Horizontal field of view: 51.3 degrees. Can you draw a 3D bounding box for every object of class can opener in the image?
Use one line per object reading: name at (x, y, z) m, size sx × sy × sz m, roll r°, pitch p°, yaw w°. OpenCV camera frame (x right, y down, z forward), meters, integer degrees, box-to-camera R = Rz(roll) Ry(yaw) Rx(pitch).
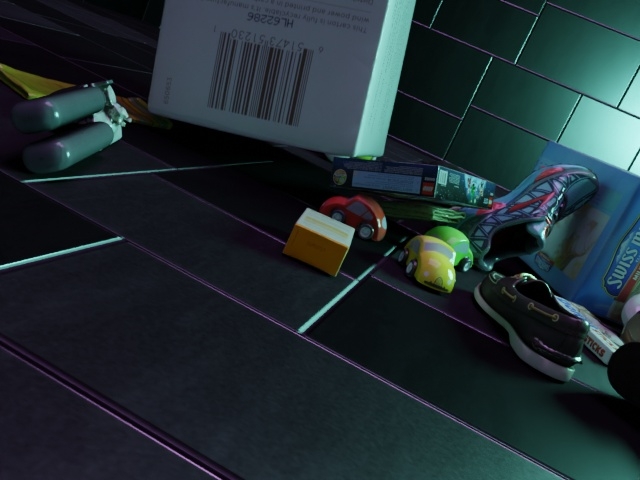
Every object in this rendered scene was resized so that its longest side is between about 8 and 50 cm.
can opener at (-0.266, -0.124, 0.712) m, size 0.093 × 0.074 × 0.280 m, roll -12°, pitch 17°, yaw -3°

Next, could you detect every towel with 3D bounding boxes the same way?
towel at (0.140, -0.046, 1.040) m, size 0.148 × 0.027 × 0.110 m, roll 6°, pitch 0°, yaw 38°
towel at (-0.329, -0.202, 0.951) m, size 0.102 × 0.021 × 0.237 m, roll 32°, pitch 17°, yaw 32°

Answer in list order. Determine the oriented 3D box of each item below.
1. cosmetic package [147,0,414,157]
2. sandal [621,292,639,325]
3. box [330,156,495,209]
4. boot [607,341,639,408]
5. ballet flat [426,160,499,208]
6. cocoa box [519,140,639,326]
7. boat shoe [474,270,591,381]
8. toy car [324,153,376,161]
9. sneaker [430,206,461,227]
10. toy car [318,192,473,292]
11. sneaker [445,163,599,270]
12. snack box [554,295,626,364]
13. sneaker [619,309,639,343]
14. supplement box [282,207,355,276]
cosmetic package at (-0.036, -0.326, 1.104) m, size 0.329 × 0.327 × 0.393 m, roll 13°, pitch 9°, yaw 8°
sandal at (0.651, 0.176, 1.014) m, size 0.416 × 0.102 × 0.169 m, roll 8°, pitch 41°, yaw -7°
box at (0.142, -0.081, 0.978) m, size 0.159 × 0.044 × 0.233 m, roll 9°, pitch 3°, yaw 33°
boot at (0.453, 0.212, 0.668) m, size 0.280 × 0.096 × 0.264 m, roll 22°, pitch 5°, yaw -38°
ballet flat at (0.313, -0.112, 1.530) m, size 0.096 × 0.095 × 0.280 m, roll -4°, pitch 29°, yaw -39°
cocoa box at (0.516, -0.010, 1.197) m, size 0.228 × 0.231 × 0.347 m, roll 22°, pitch 15°, yaw -12°
boat shoe at (0.243, 0.079, 0.769) m, size 0.081 × 0.069 × 0.228 m, roll 22°, pitch 15°, yaw -11°
toy car at (0.052, -0.249, 1.499) m, size 0.182 × 0.136 × 0.159 m, roll 33°, pitch 17°, yaw 32°
sneaker at (0.265, -0.034, 1.217) m, size 0.077 × 0.072 × 0.178 m, roll 22°, pitch 4°, yaw 40°
toy car at (0.142, -0.001, 0.924) m, size 0.225 × 0.053 × 0.239 m, roll 9°, pitch 21°, yaw -45°
sneaker at (0.336, -0.025, 1.053) m, size 0.104 × 0.262 × 0.125 m, roll 64°, pitch -1°, yaw -35°
snack box at (0.369, 0.125, 0.900) m, size 0.064 × 0.022 × 0.178 m, roll 19°, pitch 15°, yaw -13°
sneaker at (0.480, 0.093, 0.917) m, size 0.064 × 0.086 × 0.192 m, roll 37°, pitch 45°, yaw 27°
supplement box at (0.000, 0.000, 0.724) m, size 0.062 × 0.036 × 0.098 m, roll 24°, pitch 14°, yaw 1°
